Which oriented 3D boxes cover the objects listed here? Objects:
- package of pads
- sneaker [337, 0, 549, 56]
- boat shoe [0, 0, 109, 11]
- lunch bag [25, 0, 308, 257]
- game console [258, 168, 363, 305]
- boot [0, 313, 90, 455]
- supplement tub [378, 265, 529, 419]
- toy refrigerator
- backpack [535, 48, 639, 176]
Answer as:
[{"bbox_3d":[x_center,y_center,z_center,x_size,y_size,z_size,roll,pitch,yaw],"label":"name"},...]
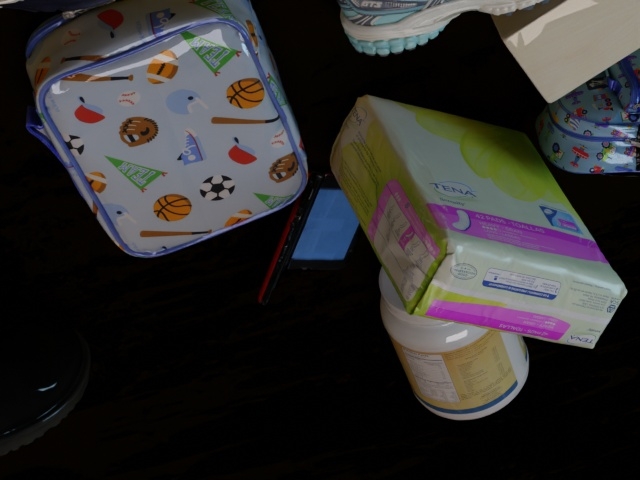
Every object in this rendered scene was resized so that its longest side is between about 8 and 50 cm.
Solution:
[{"bbox_3d":[0.150,-0.022,1.970,0.229,0.296,0.101,12,120,-27],"label":"package of pads"},{"bbox_3d":[0.142,-0.280,1.854,0.283,0.110,0.122,-24,132,5],"label":"sneaker"},{"bbox_3d":[-0.329,-0.246,1.713,0.340,0.127,0.158,-4,167,4],"label":"boat shoe"},{"bbox_3d":[-0.156,-0.126,1.901,0.243,0.115,0.303,-20,137,4],"label":"lunch bag"},{"bbox_3d":[0.000,0.000,2.097,0.085,0.124,0.144,21,127,-1],"label":"game console"},{"bbox_3d":[-0.363,0.107,1.961,0.348,0.131,0.260,-31,147,-41],"label":"boot"},{"bbox_3d":[0.151,0.097,2.196,0.144,0.144,0.200,-22,136,2],"label":"supplement tub"},{"bbox_3d":[0.310,-0.265,1.937,0.269,0.094,0.102,-33,127,13],"label":"toy refrigerator"},{"bbox_3d":[0.317,-0.139,2.024,0.173,0.158,0.117,-2,126,-1],"label":"backpack"}]
